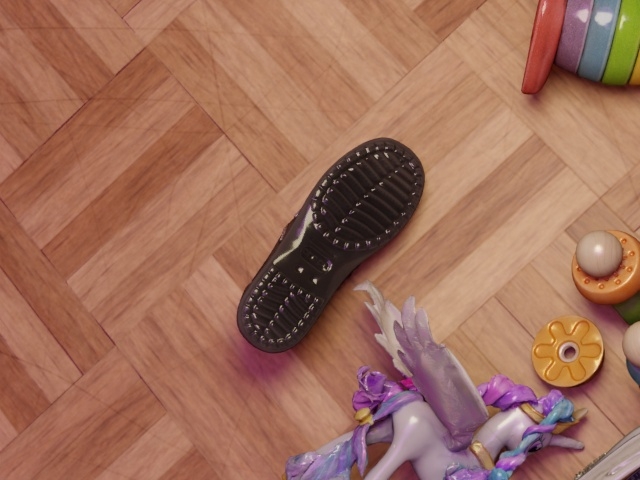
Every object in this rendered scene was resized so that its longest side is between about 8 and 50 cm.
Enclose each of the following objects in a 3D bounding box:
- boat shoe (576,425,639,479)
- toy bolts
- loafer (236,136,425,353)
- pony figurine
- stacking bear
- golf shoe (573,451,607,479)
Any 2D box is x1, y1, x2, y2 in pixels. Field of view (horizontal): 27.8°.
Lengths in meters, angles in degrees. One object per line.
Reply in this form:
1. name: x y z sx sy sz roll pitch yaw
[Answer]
1. boat shoe: 0.333 0.377 1.585 0.367 0.156 0.136 -42 89 3
2. toy bolts: 0.369 0.116 1.655 0.218 0.158 0.228 -44 52 7
3. loafer: 0.000 0.000 1.825 0.134 0.130 0.366 45 75 -7
4. pony figurine: 0.132 0.248 1.692 0.363 0.303 0.351 -42 103 0
5. stacking bear: 0.435 -0.275 1.752 0.289 0.164 0.175 12 48 6
6. golf shoe: 0.353 0.365 1.698 0.086 0.069 0.176 31 93 2
